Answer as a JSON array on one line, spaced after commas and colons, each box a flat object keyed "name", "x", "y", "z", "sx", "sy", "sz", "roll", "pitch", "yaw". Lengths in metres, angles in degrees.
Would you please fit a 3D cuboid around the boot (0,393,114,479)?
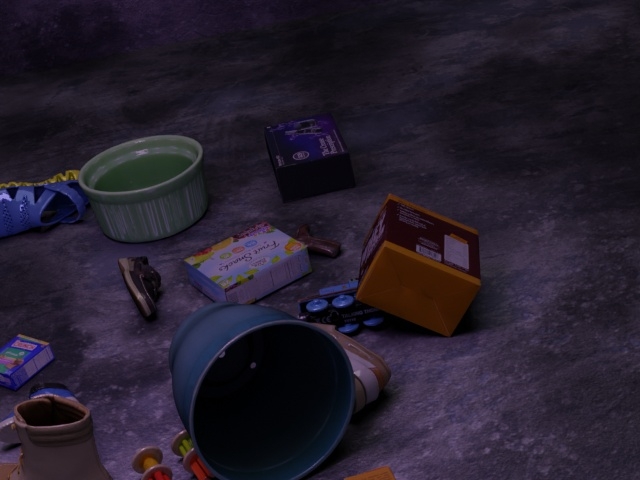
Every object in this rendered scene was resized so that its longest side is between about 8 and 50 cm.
[{"name": "boot", "x": -0.453, "y": 0.334, "z": 1.490, "sx": 0.261, "sy": 0.203, "sz": 0.095, "roll": 2, "pitch": 32, "yaw": 18}]

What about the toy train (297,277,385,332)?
[{"name": "toy train", "x": 0.044, "y": 0.125, "z": 1.815, "sx": 0.184, "sy": 0.080, "sz": 0.105, "roll": -12, "pitch": 21, "yaw": 0}]

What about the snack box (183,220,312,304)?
[{"name": "snack box", "x": -0.152, "y": 0.052, "z": 2.001, "sx": 0.207, "sy": 0.070, "sz": 0.174, "roll": -28, "pitch": 34, "yaw": -25}]

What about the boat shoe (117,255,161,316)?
[{"name": "boat shoe", "x": -0.373, "y": 0.084, "z": 2.009, "sx": 0.073, "sy": 0.080, "sz": 0.223, "roll": -24, "pitch": 28, "yaw": -12}]

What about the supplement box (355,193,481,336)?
[{"name": "supplement box", "x": 0.182, "y": 0.043, "z": 1.776, "sx": 0.191, "sy": 0.129, "sz": 0.194, "roll": 22, "pitch": 31, "yaw": -6}]

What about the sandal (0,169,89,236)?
[{"name": "sandal", "x": -0.707, "y": -0.080, "z": 2.358, "sx": 0.317, "sy": 0.126, "sz": 0.138, "roll": -22, "pitch": 36, "yaw": -15}]

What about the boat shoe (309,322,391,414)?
[{"name": "boat shoe", "x": -0.008, "y": 0.202, "z": 1.678, "sx": 0.103, "sy": 0.113, "sz": 0.302, "roll": -26, "pitch": 40, "yaw": -35}]

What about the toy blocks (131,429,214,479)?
[{"name": "toy blocks", "x": -0.217, "y": 0.372, "z": 1.501, "sx": 0.123, "sy": 0.054, "sz": 0.148, "roll": -21, "pitch": 33, "yaw": -19}]

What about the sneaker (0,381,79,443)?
[{"name": "sneaker", "x": -0.514, "y": 0.302, "z": 1.705, "sx": 0.152, "sy": 0.058, "sz": 0.084, "roll": -22, "pitch": 38, "yaw": -26}]

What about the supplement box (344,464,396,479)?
[{"name": "supplement box", "x": 0.105, "y": 0.414, "z": 1.304, "sx": 0.080, "sy": 0.078, "sz": 0.233, "roll": -18, "pitch": 32, "yaw": -12}]

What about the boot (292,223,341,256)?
[{"name": "boot", "x": 0.000, "y": 0.000, "z": 2.078, "sx": 0.114, "sy": 0.037, "sz": 0.106, "roll": 6, "pitch": 31, "yaw": 19}]

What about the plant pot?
[{"name": "plant pot", "x": -0.121, "y": 0.221, "z": 1.543, "sx": 0.271, "sy": 0.272, "sz": 0.255, "roll": -23, "pitch": 22, "yaw": -20}]

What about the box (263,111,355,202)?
[{"name": "box", "x": -0.032, "y": -0.211, "z": 2.379, "sx": 0.184, "sy": 0.103, "sz": 0.261, "roll": -15, "pitch": 31, "yaw": -3}]

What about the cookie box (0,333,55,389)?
[{"name": "cookie box", "x": -0.590, "y": 0.236, "z": 1.862, "sx": 0.091, "sy": 0.040, "sz": 0.107, "roll": 9, "pitch": 35, "yaw": 32}]

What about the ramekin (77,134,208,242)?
[{"name": "ramekin", "x": -0.415, "y": -0.123, "z": 2.302, "sx": 0.303, "sy": 0.148, "sz": 0.303, "roll": -8, "pitch": 30, "yaw": 5}]
